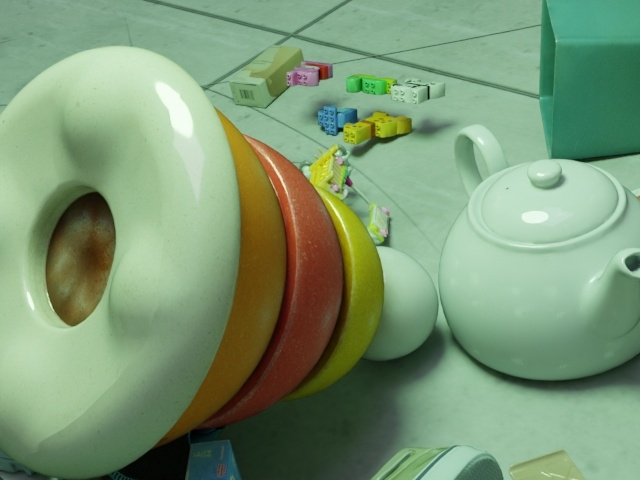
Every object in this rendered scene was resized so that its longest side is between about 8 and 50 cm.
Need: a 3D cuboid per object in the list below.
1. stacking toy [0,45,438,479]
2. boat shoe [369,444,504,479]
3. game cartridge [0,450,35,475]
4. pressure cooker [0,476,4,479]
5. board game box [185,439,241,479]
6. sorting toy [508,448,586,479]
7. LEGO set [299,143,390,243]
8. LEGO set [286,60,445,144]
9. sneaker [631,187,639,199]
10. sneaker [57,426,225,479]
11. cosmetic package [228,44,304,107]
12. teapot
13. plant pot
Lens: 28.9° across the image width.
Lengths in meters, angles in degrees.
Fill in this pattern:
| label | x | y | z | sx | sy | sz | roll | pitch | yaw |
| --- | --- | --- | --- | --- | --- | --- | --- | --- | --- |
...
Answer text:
| label | x | y | z | sx | sy | sz | roll | pitch | yaw |
| --- | --- | --- | --- | --- | --- | --- | --- | --- | --- |
| stacking toy | -0.065 | 0.045 | 1.144 | 0.350 | 0.350 | 0.480 | 23 | 6 | 42 |
| boat shoe | 0.037 | 0.270 | 1.009 | 0.094 | 0.109 | 0.302 | -2 | 23 | 45 |
| game cartridge | -0.368 | 0.153 | 1.350 | 0.294 | 0.060 | 0.196 | 5 | 34 | 25 |
| pressure cooker | -0.277 | 0.329 | 0.725 | 0.370 | 0.420 | 0.375 | -19 | 34 | -5 |
| board game box | -0.077 | 0.285 | 0.953 | 0.039 | 0.160 | 0.211 | -7 | 34 | 7 |
| sorting toy | 0.190 | 0.218 | 1.090 | 0.083 | 0.012 | 0.062 | -16 | 38 | -10 |
| LEGO set | 0.000 | 0.000 | 1.436 | 0.132 | 0.107 | 0.287 | -32 | 21 | 42 |
| LEGO set | 0.045 | -0.174 | 1.649 | 0.227 | 0.087 | 0.093 | 13 | 27 | 34 |
| sneaker | 0.398 | -0.035 | 1.369 | 0.158 | 0.061 | 0.065 | -23 | 61 | -12 |
| sneaker | -0.146 | 0.142 | 1.256 | 0.139 | 0.125 | 0.341 | 14 | 41 | 4 |
| cosmetic package | -0.077 | -0.244 | 1.838 | 0.060 | 0.041 | 0.115 | 10 | 40 | 31 |
| teapot | 0.227 | 0.000 | 1.242 | 0.256 | 0.187 | 0.252 | 3 | 37 | 25 |
| plant pot | 0.394 | -0.209 | 1.525 | 0.234 | 0.166 | 0.165 | -1 | 35 | 5 |
